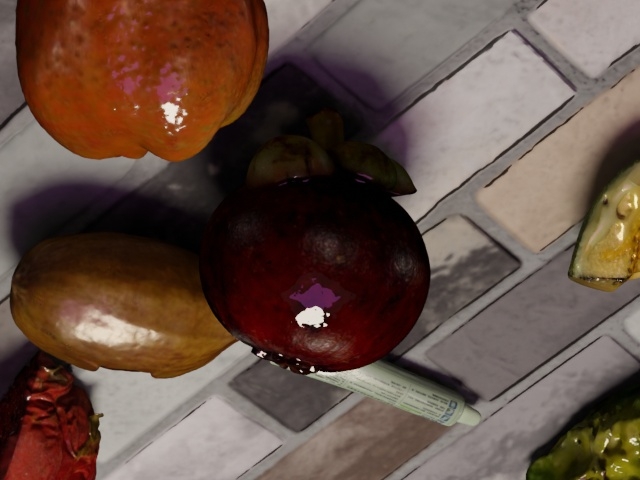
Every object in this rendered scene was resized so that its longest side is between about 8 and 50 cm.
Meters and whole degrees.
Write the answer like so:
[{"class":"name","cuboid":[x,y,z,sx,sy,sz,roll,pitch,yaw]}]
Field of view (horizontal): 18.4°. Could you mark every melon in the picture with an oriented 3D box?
[{"class":"melon","cuboid":[0.269,-0.017,1.556,0.160,0.079,0.128,3,110,-11]}]

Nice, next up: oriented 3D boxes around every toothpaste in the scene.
[{"class":"toothpaste","cuboid":[0.051,0.117,1.650,0.197,0.029,0.048,23,119,-22]}]

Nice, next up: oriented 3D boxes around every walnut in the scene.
[{"class":"walnut","cuboid":[-0.141,0.051,1.518,0.207,0.116,0.116,9,127,-26]}]

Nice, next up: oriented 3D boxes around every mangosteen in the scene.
[{"class":"mangosteen","cuboid":[0.000,0.000,1.461,0.200,0.200,0.200,-5,129,-6]}]

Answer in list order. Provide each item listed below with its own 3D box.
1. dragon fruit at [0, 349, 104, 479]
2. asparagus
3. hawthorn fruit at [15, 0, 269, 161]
[{"class":"dragon fruit","cuboid":[-0.220,0.188,1.603,0.127,0.120,0.161,19,119,-29]},{"class":"asparagus","cuboid":[0.353,0.149,1.672,0.382,0.128,0.108,-18,93,6]},{"class":"hawthorn fruit","cuboid":[-0.118,-0.143,1.322,0.189,0.189,0.189,-5,129,-6]}]
